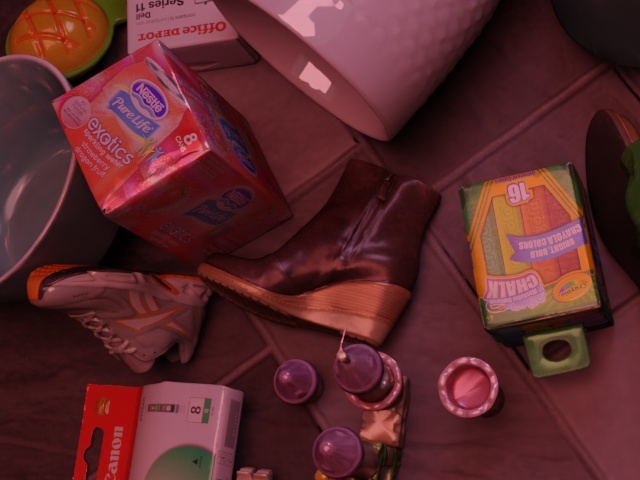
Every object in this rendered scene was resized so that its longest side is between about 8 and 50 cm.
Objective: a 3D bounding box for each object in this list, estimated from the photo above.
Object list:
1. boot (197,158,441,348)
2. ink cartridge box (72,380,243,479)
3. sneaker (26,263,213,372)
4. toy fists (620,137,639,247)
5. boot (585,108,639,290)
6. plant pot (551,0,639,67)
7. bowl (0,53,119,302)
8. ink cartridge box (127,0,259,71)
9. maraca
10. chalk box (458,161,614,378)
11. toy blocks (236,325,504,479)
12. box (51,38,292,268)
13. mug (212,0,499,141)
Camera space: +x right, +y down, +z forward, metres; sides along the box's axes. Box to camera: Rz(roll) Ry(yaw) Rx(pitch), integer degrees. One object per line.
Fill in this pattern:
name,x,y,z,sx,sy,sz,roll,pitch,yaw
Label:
boot,0.000,0.000,1.772,0.248,0.090,0.207,17,74,9
ink cartridge box,-0.207,0.255,1.771,0.224,0.056,0.181,1,75,25
sneaker,-0.226,0.092,1.735,0.099,0.262,0.121,4,87,43
toy fists,0.450,-0.041,1.594,0.279,0.096,0.142,-5,58,-19
boot,0.387,-0.015,1.670,0.115,0.112,0.305,-13,66,-18
plant pot,0.358,-0.372,1.634,0.293,0.235,0.293,-11,60,20
bowl,-0.357,-0.049,1.824,0.311,0.163,0.312,-15,62,30
ink cartridge box,-0.161,-0.324,1.895,0.153,0.087,0.209,-7,76,16
maraca,-0.320,-0.271,1.930,0.127,0.099,0.186,34,63,16
chalk box,0.243,0.041,1.664,0.132,0.132,0.213,-14,74,14
toy blocks,0.022,0.251,1.613,0.308,0.260,0.289,5,79,18
box,-0.161,-0.088,1.726,0.142,0.300,0.154,-29,70,8
mug,0.053,-0.341,1.762,0.328,0.276,0.374,-50,38,-5
